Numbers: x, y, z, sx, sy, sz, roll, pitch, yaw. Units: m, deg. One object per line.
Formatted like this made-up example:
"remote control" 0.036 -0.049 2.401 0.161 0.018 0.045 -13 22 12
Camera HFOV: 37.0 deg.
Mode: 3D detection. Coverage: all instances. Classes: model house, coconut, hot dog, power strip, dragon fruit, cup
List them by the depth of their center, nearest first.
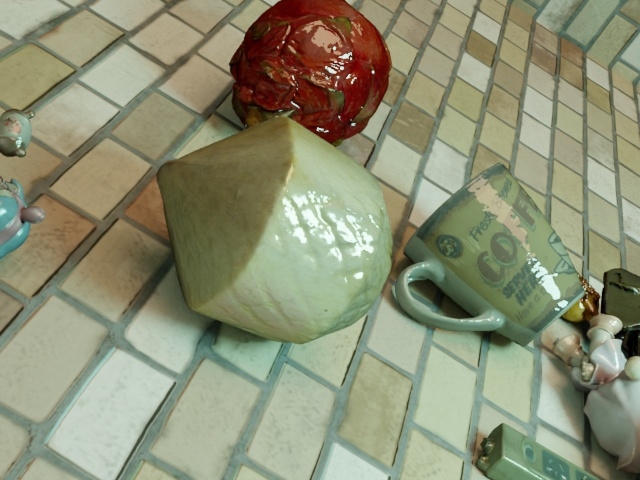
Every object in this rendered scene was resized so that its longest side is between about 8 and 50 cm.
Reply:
"coconut" -0.071 -0.022 1.268 0.328 0.329 0.329 23 34 -17
"power strip" 0.352 0.355 1.362 0.286 0.048 0.080 31 33 -7
"cup" 0.271 0.056 1.558 0.301 0.227 0.257 -34 73 -25
"dragon fruit" -0.013 -0.292 1.677 0.277 0.277 0.342 39 45 8
"model house" 0.578 0.169 1.754 0.141 0.164 0.203 5 30 21
"hot dog" 0.446 0.062 1.805 0.102 0.076 0.249 1 44 -46

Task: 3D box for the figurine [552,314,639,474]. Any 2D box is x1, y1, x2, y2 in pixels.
"figurine" 0.478 0.245 1.539 0.133 0.200 0.276 -20 46 -3

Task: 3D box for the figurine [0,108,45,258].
"figurine" -0.430 -0.085 1.172 0.205 0.103 0.260 -33 64 -29
